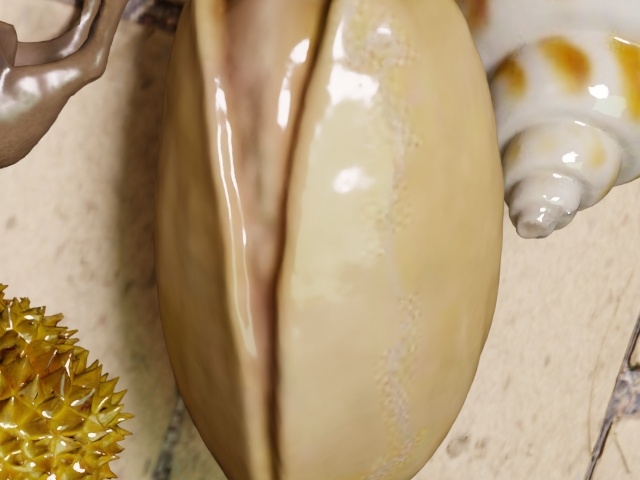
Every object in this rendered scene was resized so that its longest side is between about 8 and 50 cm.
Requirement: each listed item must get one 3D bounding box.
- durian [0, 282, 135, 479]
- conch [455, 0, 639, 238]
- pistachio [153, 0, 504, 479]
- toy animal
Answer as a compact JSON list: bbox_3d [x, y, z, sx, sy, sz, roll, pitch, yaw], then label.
[{"bbox_3d":[-0.172,0.066,0.621,0.168,0.158,0.137,2,92,-34],"label":"durian"},{"bbox_3d":[0.157,-0.109,0.792,0.275,0.149,0.183,-45,124,-16],"label":"conch"},{"bbox_3d":[0.000,0.000,0.709,0.181,0.162,0.293,-44,142,-62],"label":"pistachio"},{"bbox_3d":[-0.177,-0.093,0.594,0.186,0.094,0.214,-41,136,-5],"label":"toy animal"}]
